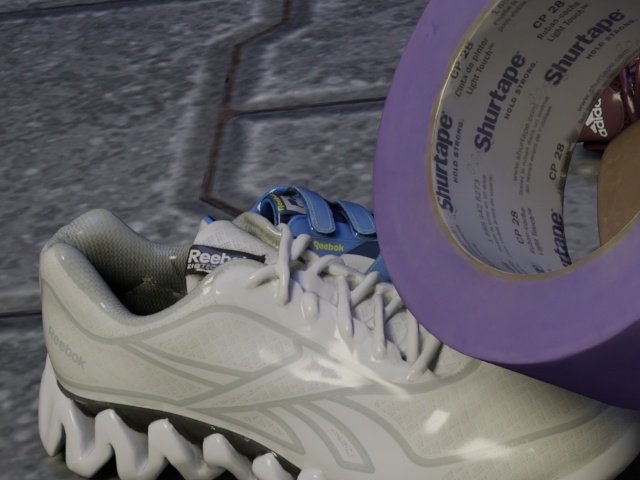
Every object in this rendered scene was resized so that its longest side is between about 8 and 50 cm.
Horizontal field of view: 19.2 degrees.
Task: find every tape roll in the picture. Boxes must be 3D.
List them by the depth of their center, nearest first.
[{"bbox_3d":[0.112,-0.037,0.698,0.080,0.189,0.189,22,5,-39],"label":"tape roll"}]

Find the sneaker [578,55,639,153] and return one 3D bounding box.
[{"bbox_3d":[0.196,-0.057,1.021,0.162,0.106,0.281,-3,16,21],"label":"sneaker"}]

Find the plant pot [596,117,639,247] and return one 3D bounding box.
[{"bbox_3d":[0.242,-0.002,0.758,0.229,0.263,0.263,-17,22,24],"label":"plant pot"}]

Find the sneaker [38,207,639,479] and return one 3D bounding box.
[{"bbox_3d":[0.000,0.052,0.824,0.292,0.118,0.110,5,28,21],"label":"sneaker"}]

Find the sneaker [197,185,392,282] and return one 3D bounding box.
[{"bbox_3d":[0.000,0.000,0.988,0.144,0.059,0.053,-16,25,-17],"label":"sneaker"}]
